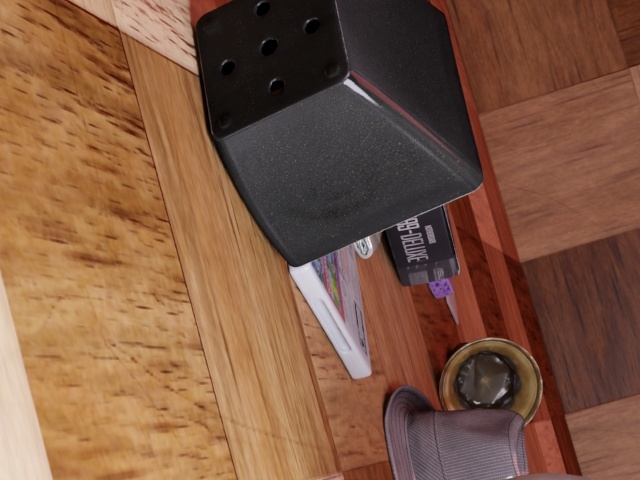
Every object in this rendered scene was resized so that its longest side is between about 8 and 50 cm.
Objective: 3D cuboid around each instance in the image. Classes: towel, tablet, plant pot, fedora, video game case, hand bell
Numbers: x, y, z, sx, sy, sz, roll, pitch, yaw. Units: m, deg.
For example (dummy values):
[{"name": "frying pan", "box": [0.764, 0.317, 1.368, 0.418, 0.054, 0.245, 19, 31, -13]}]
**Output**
[{"name": "towel", "box": [0.039, -0.044, 1.958, 0.152, 0.023, 0.113, -56, 130, -79]}, {"name": "tablet", "box": [0.181, 0.073, 2.534, 0.083, 0.006, 0.054, -96, 164, -48]}, {"name": "plant pot", "box": [0.000, -0.120, 1.474, 0.167, 0.187, 0.188, 40, 33, -50]}, {"name": "fedora", "box": [0.165, 0.254, 1.852, 0.275, 0.124, 0.244, 50, 25, -65]}, {"name": "video game case", "box": [0.000, 0.000, 1.676, 0.183, 0.023, 0.201, 61, 17, -49]}, {"name": "hand bell", "box": [0.199, 0.163, 2.288, 0.242, 0.126, 0.126, -112, -176, -82]}]

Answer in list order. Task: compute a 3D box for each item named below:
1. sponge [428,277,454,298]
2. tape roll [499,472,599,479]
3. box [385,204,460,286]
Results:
[{"name": "sponge", "box": [0.139, -0.034, 2.412, 0.210, 0.031, 0.117, -96, 165, -45]}, {"name": "tape roll", "box": [0.174, 0.322, 1.356, 0.100, 0.286, 0.286, -14, 87, -80]}, {"name": "box", "box": [0.087, -0.135, 2.115, 0.242, 0.076, 0.307, 69, 9, -58]}]
